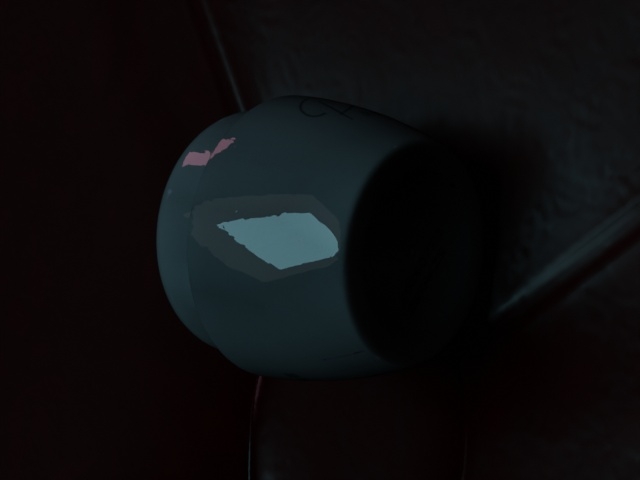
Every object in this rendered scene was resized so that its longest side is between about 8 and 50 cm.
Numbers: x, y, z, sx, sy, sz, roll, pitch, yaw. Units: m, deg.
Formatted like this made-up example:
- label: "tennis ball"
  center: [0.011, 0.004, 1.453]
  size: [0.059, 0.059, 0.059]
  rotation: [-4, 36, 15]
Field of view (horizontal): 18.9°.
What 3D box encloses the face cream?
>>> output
- label: "face cream"
  center: [0.000, 0.000, 0.784]
  size: [0.104, 0.117, 0.117]
  rotation: [6, 93, 41]
